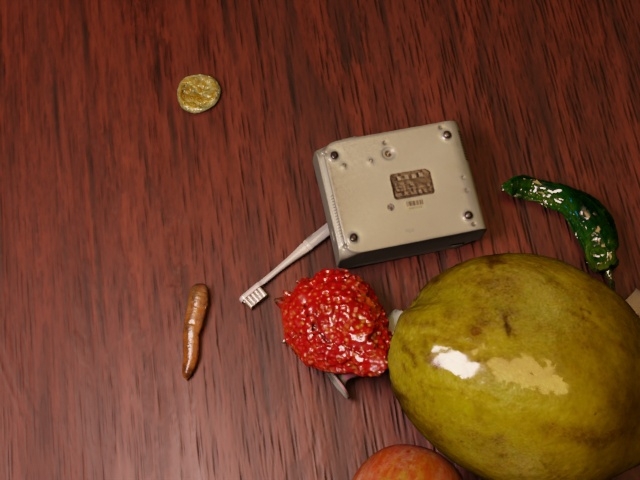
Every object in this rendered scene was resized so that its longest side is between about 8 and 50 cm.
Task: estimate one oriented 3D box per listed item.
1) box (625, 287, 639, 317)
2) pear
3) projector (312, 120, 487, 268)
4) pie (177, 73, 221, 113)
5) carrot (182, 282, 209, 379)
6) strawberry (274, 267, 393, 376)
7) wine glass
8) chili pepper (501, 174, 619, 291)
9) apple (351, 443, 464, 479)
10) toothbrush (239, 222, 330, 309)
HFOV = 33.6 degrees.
[{"bbox_3d":[0.533,0.175,1.691,0.115,0.036,0.177,-41,71,-14],"label":"box"},{"bbox_3d":[0.298,0.194,1.537,0.413,0.352,0.352,20,69,0],"label":"pear"},{"bbox_3d":[0.129,-0.078,1.755,0.250,0.108,0.198,-10,75,-6],"label":"projector"},{"bbox_3d":[-0.220,-0.265,1.916,0.084,0.021,0.084,0,63,0],"label":"pie"},{"bbox_3d":[-0.209,0.147,1.736,0.035,0.036,0.165,6,70,5],"label":"carrot"},{"bbox_3d":[0.017,0.134,1.650,0.174,0.098,0.228,-27,35,1],"label":"strawberry"},{"bbox_3d":[0.085,0.183,1.689,0.155,0.073,0.073,-39,71,-11],"label":"wine glass"},{"bbox_3d":[0.429,-0.022,1.766,0.122,0.065,0.279,-37,68,-3],"label":"chili pepper"},{"bbox_3d":[0.125,0.392,1.535,0.188,0.188,0.174,15,61,8],"label":"apple"},{"bbox_3d":[-0.002,-0.002,1.793,0.342,0.025,0.030,-41,78,-14],"label":"toothbrush"}]
